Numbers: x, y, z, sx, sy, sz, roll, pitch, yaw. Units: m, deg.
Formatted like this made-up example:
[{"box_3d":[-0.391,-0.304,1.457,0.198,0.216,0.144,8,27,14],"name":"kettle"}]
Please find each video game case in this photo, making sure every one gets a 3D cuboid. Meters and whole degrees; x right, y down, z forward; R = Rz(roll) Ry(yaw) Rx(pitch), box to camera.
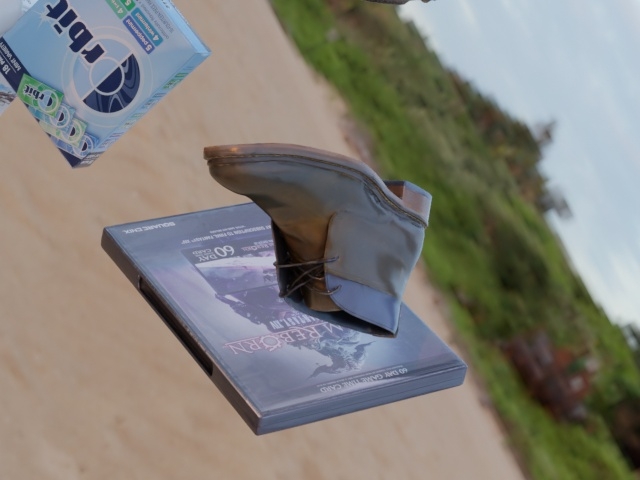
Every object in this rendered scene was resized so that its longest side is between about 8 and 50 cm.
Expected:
[{"box_3d":[-0.035,0.052,1.430,0.274,0.196,0.026,45,-45,44],"name":"video game case"}]

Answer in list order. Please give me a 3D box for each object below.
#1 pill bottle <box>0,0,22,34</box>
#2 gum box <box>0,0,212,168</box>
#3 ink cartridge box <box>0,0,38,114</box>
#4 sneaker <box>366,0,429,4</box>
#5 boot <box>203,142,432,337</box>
[{"box_3d":[-0.455,-0.191,1.509,0.204,0.361,0.204,36,-37,34],"name":"pill bottle"},{"box_3d":[-0.227,-0.191,1.755,0.157,0.184,0.041,53,20,7],"name":"gum box"},{"box_3d":[-0.445,-0.239,1.916,0.197,0.270,0.198,20,36,-44],"name":"ink cartridge box"},{"box_3d":[-0.095,-0.316,1.084,0.257,0.448,0.169,97,5,-46],"name":"sneaker"},{"box_3d":[0.000,0.000,1.170,0.219,0.082,0.106,16,77,-48],"name":"boot"}]
